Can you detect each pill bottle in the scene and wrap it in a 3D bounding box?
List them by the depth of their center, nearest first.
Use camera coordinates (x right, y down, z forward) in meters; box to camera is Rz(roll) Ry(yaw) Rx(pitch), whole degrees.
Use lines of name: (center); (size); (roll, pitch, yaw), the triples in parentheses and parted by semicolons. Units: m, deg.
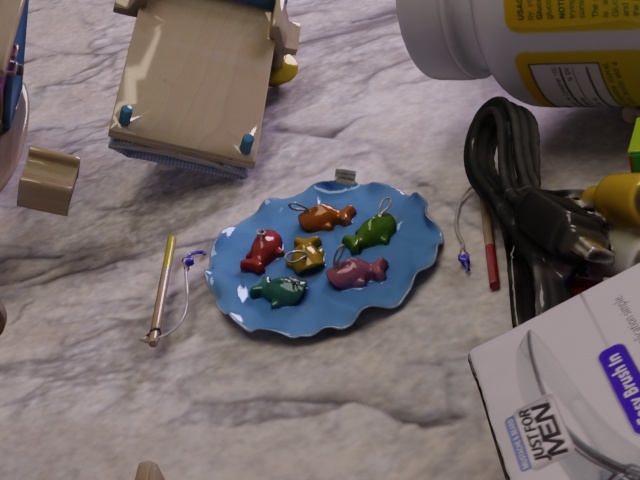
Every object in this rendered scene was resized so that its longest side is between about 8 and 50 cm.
pill bottle: (0.233, -0.192, 0.843); (0.334, 0.188, 0.188); (5, 40, 33)

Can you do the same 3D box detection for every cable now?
cable: (0.155, -0.007, 0.760); (0.072, 0.139, 0.287); (14, 16, -12)

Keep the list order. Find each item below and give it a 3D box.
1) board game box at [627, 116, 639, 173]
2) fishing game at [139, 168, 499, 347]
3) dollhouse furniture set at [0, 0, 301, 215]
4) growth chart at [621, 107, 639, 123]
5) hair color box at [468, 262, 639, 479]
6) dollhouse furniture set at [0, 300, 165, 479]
board game box: (0.291, -0.032, 0.707); (0.181, 0.092, 0.043); (0, 37, 26)
fishing game: (0.000, 0.000, 0.849); (0.264, 0.041, 0.189); (-8, 35, 11)
dollhouse furniture set: (-0.182, -0.088, 1.043); (0.303, 0.198, 0.286); (11, 58, -10)
growth chart: (0.366, -0.136, 0.883); (0.237, 0.021, 0.172); (-33, 36, -20)
hair color box: (0.249, 0.057, 0.506); (0.339, 0.110, 0.185); (-27, 25, 11)
dollhouse furniture set: (-0.198, 0.114, 0.602); (0.161, 0.242, 0.212); (-11, 35, 11)
